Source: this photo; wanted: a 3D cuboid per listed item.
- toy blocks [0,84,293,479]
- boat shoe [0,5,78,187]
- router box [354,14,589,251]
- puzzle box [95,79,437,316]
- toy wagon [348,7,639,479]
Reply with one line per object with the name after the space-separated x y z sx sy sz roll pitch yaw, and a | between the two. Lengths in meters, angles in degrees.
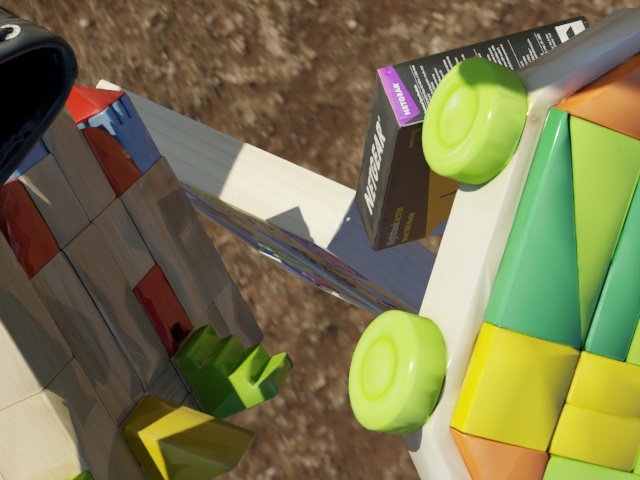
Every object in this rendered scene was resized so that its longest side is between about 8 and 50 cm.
-0.168 0.019 0.987 0.190 0.381 0.261 -24 102 19 | toy blocks
-0.204 0.014 0.668 0.113 0.340 0.127 17 135 14 | boat shoe
0.096 -0.063 1.040 0.133 0.046 0.179 -15 157 -10 | router box
0.000 0.000 1.442 0.052 0.272 0.409 -63 148 -5 | puzzle box
0.145 0.071 0.793 0.267 0.068 0.344 16 92 -28 | toy wagon
